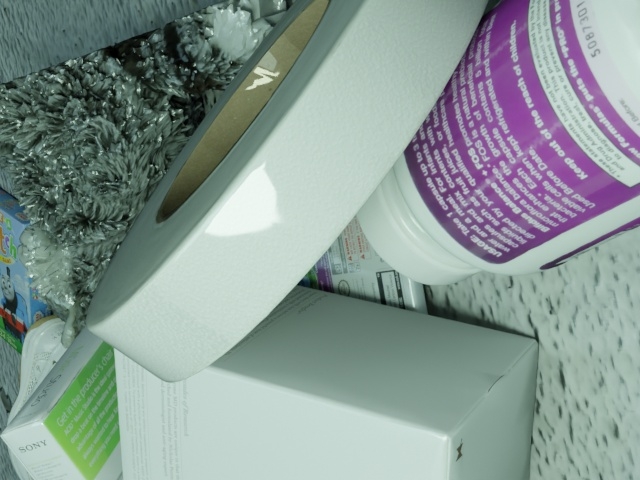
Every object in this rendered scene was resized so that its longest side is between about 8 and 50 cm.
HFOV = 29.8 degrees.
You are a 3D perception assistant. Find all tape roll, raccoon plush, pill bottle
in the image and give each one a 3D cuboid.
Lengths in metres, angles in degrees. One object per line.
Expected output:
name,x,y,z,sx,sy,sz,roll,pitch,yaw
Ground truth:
tape roll,-0.028,-0.077,0.862,0.072,0.392,0.392,36,144,-14
raccoon plush,-0.182,-0.044,1.207,0.446,0.216,0.299,-8,105,53
pill bottle,0.150,-0.076,0.773,0.301,0.169,0.169,-33,76,52

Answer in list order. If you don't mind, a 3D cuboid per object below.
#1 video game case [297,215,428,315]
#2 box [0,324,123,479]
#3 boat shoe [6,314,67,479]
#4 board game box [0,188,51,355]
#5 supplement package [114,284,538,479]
video game case,0.000,0.000,1.061,0.183,0.023,0.201,-9,92,34
box,-0.134,0.221,1.117,0.058,0.232,0.322,-20,112,28
boat shoe,-0.355,0.238,1.608,0.096,0.098,0.277,37,128,41
board game box,-0.430,0.046,1.686,0.160,0.039,0.212,28,123,45
supplement package,0.004,0.157,0.971,0.292,0.177,0.175,12,114,28
